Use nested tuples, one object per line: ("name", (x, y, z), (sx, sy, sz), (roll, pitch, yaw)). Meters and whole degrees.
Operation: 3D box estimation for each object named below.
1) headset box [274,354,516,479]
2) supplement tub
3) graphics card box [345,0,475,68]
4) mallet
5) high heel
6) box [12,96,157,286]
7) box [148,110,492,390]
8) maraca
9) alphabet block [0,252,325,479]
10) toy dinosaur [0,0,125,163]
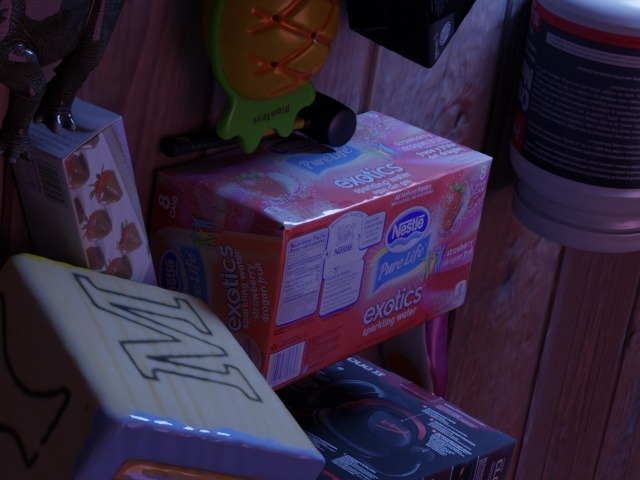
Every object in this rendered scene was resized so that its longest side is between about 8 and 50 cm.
("headset box", (0.021, 0.203, 1.587), (0.293, 0.218, 0.110), (-11, 121, -53))
("supplement tub", (0.296, -0.145, 1.783), (0.191, 0.191, 0.272), (-26, 132, -46))
("graphics card box", (0.145, -0.350, 1.454), (0.371, 0.094, 0.233), (-58, 165, -15))
("mallet", (-0.046, -0.087, 1.435), (0.189, 0.062, 0.039), (-21, 127, -48))
("high heel", (0.117, 0.064, 1.768), (0.117, 0.082, 0.244), (-33, 124, -27))
("box", (-0.168, 0.036, 1.338), (0.063, 0.067, 0.324), (-41, 141, -33))
("box", (0.000, 0.000, 1.488), (0.300, 0.142, 0.154), (-21, 128, -49))
("maraca", (-0.039, -0.157, 1.362), (0.127, 0.099, 0.186), (-24, 131, -36))
("alphabet block", (-0.152, 0.152, 1.240), (0.193, 0.197, 0.192), (19, 112, -42))
("toy dinosaur", (-0.179, -0.154, 1.141), (0.313, 0.121, 0.160), (-15, 137, -46))
